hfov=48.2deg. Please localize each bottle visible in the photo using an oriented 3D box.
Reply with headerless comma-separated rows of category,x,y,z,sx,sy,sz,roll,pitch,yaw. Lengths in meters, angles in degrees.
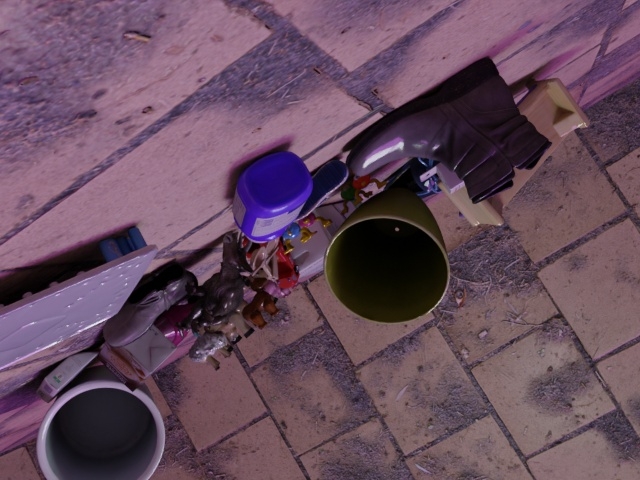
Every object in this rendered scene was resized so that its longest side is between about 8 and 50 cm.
bottle,-0.090,-0.059,1.209,0.118,0.092,0.283,-28,173,-15

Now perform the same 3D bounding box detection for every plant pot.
plant pot,0.167,-0.004,1.660,0.275,0.275,0.293,-34,-162,27

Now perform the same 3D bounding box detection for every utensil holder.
utensil holder,-0.629,0.534,2.073,0.327,0.327,0.385,-29,-173,-14

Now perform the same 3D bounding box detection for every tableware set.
tableware set,-0.105,-0.012,1.481,0.141,0.020,0.168,-43,152,-58

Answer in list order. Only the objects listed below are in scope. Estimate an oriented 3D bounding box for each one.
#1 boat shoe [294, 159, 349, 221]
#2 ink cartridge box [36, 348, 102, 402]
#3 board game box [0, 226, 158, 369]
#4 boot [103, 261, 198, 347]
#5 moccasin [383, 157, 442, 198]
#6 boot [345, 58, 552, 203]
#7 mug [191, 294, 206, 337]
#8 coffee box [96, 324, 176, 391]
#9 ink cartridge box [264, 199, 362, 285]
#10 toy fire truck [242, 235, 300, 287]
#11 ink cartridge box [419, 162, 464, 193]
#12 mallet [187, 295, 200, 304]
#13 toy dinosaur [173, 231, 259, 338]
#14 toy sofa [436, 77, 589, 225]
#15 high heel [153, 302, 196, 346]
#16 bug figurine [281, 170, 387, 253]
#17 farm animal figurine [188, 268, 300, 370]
boat shoe,-0.017,-0.090,1.412,0.183,0.066,0.066,-32,175,14
ink cartridge box,-0.657,0.332,1.936,0.224,0.056,0.181,-48,-175,-35
board game box,-0.477,0.130,1.129,0.390,0.050,0.390,-27,173,-32
boot,-0.376,0.128,1.497,0.246,0.083,0.161,-37,169,-2
moccasin,0.288,-0.168,1.863,0.117,0.137,0.342,-21,168,-33
boot,0.231,-0.156,1.311,0.338,0.222,0.118,-32,174,15
mug,-0.331,0.238,2.124,0.097,0.129,0.157,-9,115,-49
coffee box,-0.473,0.287,1.827,0.098,0.141,0.246,-46,-179,-32
ink cartridge box,0.000,0.000,1.904,0.211,0.121,0.289,-34,172,26
toy fire truck,-0.112,0.048,1.695,0.047,0.192,0.135,-13,-152,20
ink cartridge box,0.296,-0.151,1.463,0.180,0.060,0.104,-32,173,8
mallet,-0.409,0.205,2.079,0.190,0.062,0.039,-17,-179,36
toy dinosaur,-0.220,0.132,1.541,0.160,0.121,0.313,-24,148,-43
toy sofa,0.445,-0.212,1.706,0.362,0.150,0.177,-47,-161,-10
high heel,-0.456,0.287,2.092,0.181,0.127,0.377,-32,178,-28
bug figurine,0.017,-0.077,1.634,0.279,0.072,0.216,-35,179,3
farm animal figurine,-0.226,0.166,1.967,0.327,0.172,0.330,-44,-176,10
